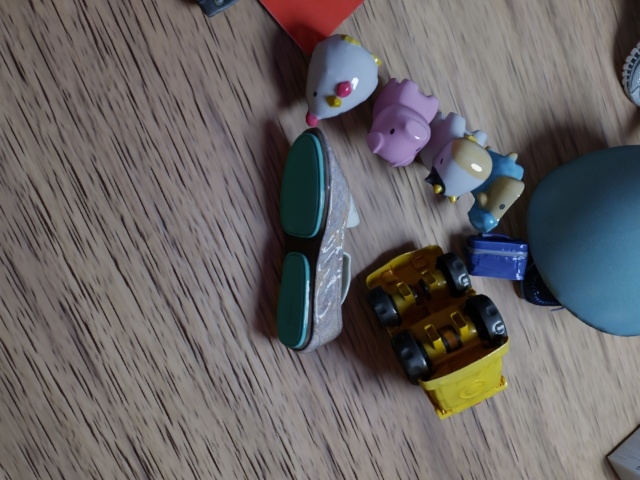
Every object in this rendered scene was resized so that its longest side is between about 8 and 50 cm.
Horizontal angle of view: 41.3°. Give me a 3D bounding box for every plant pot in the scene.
[{"bbox_3d":[0.481,-0.026,1.244,0.290,0.195,0.290,9,64,-20],"label":"plant pot"}]

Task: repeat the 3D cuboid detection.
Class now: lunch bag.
[{"bbox_3d":[0.264,0.021,1.292,0.098,0.067,0.065,5,97,2],"label":"lunch bag"}]

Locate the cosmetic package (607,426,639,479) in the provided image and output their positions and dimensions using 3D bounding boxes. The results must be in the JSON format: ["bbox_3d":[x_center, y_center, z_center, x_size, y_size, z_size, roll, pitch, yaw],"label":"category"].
[{"bbox_3d":[0.717,0.442,1.517,0.284,0.097,0.377,-37,109,-10],"label":"cosmetic package"}]

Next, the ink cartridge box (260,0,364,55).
[{"bbox_3d":[0.031,-0.489,1.125,0.385,0.091,0.308,-46,110,-10],"label":"ink cartridge box"}]

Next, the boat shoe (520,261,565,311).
[{"bbox_3d":[0.446,0.047,1.360,0.258,0.089,0.109,-16,103,-18],"label":"boat shoe"}]

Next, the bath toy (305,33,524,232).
[{"bbox_3d":[0.122,-0.147,1.181,0.348,0.151,0.129,31,91,-18],"label":"bath toy"}]

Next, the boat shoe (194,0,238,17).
[{"bbox_3d":[-0.028,-0.396,1.074,0.335,0.121,0.119,-23,119,12],"label":"boat shoe"}]

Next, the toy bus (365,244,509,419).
[{"bbox_3d":[0.178,0.148,1.241,0.149,0.220,0.211,-26,137,-3],"label":"toy bus"}]

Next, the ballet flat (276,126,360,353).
[{"bbox_3d":[0.000,0.000,1.192,0.106,0.107,0.316,-3,105,-40],"label":"ballet flat"}]

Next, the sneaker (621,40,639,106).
[{"bbox_3d":[0.541,-0.287,1.300,0.088,0.225,0.093,-10,57,-19],"label":"sneaker"}]
